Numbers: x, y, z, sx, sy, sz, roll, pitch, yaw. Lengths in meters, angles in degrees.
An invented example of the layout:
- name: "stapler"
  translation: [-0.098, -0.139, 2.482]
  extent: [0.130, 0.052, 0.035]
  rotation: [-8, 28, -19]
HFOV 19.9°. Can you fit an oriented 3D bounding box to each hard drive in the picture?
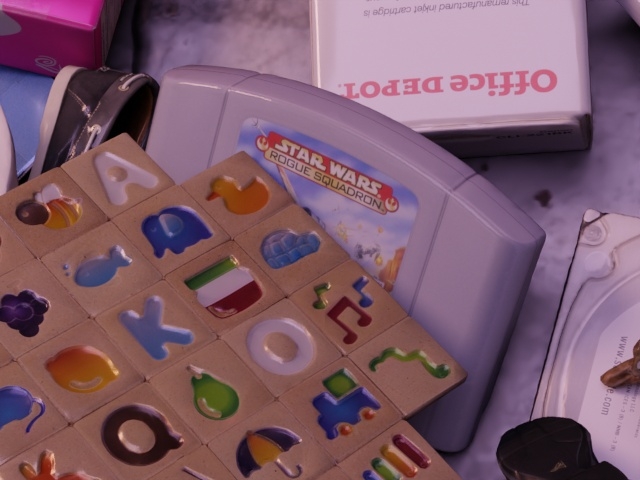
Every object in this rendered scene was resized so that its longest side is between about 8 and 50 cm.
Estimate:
- name: "hard drive"
  translation: [0.314, 0.123, 1.219]
  extent: [0.339, 0.064, 0.237]
  rotation: [13, 71, 15]

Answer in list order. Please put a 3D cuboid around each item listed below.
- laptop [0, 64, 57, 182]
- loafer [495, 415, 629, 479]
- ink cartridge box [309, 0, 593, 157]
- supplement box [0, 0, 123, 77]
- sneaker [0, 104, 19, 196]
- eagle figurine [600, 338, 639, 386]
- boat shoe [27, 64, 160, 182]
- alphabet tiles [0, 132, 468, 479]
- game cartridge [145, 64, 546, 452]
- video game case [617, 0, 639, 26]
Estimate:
- name: "laptop"
  translation: [-0.473, -0.107, 1.379]
  extent: [0.382, 0.408, 0.236]
  rotation: [40, 114, 23]
- name: "loafer"
  translation: [0.154, 0.160, 1.137]
  extent: [0.062, 0.170, 0.061]
  rotation: [-23, 108, -2]
- name: "ink cartridge box"
  translation: [0.095, -0.199, 1.339]
  extent: [0.197, 0.114, 0.273]
  rotation: [-3, 79, 10]
- name: "supplement box"
  translation: [-0.200, -0.249, 1.431]
  extent: [0.111, 0.114, 0.220]
  rotation: [14, 69, 0]
- name: "sneaker"
  translation: [-0.278, 0.051, 1.281]
  extent: [0.130, 0.236, 0.323]
  rotation: [-5, 52, -23]
- name: "eagle figurine"
  translation: [0.305, 0.154, 1.074]
  extent: [0.225, 0.226, 0.298]
  rotation: [-6, 60, -13]
- name: "boat shoe"
  translation: [-0.176, -0.021, 1.358]
  extent: [0.079, 0.084, 0.233]
  rotation: [7, 71, 14]
- name: "alphabet tiles"
  translation: [-0.086, 0.075, 1.135]
  extent: [0.285, 0.011, 0.342]
  rotation: [-31, 63, -30]
- name: "game cartridge"
  translation: [0.000, 0.000, 1.273]
  extent: [0.297, 0.198, 0.062]
  rotation: [26, 32, 20]
- name: "video game case"
  translation: [0.329, -0.160, 1.314]
  extent: [0.193, 0.023, 0.212]
  rotation: [-24, 63, -26]
